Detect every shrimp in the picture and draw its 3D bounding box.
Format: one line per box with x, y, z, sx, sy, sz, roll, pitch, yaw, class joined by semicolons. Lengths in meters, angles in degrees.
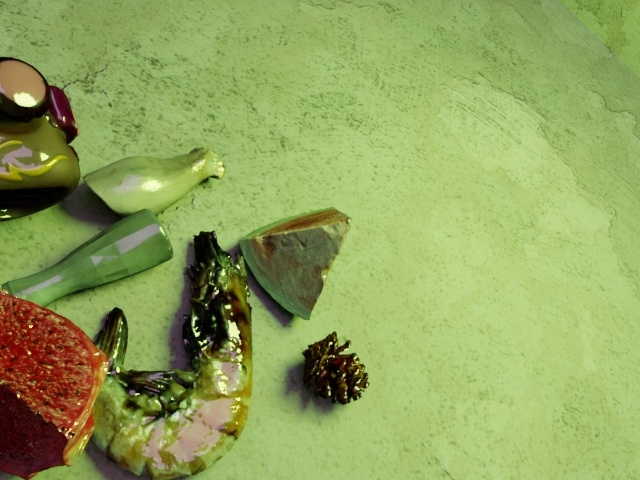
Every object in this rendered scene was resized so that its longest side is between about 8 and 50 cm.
-0.211;0.140;0.693;0.233;0.071;0.365;1;59;-14;shrimp

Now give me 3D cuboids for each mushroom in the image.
-0.260;-0.104;0.797;0.225;0.093;0.116;-25;52;-28;mushroom

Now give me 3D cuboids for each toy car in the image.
-0.453;-0.065;0.592;0.340;0.271;0.240;-21;92;-52;toy car

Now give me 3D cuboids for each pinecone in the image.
0.021;0.197;0.741;0.109;0.102;0.102;52;50;-23;pinecone

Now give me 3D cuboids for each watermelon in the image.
-0.002;0.015;0.808;0.207;0.202;0.136;-43;122;-34;watermelon

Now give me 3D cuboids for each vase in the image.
-0.324;0.036;0.690;0.214;0.086;0.086;-30;76;-27;vase

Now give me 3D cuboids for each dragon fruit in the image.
-0.371;0.168;0.579;0.274;0.161;0.126;30;24;6;dragon fruit
